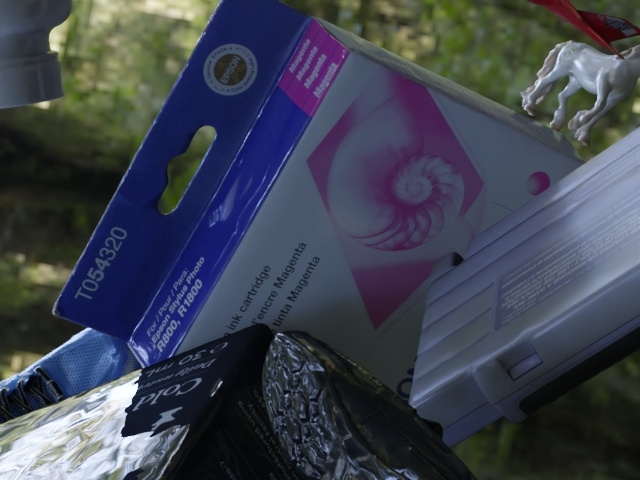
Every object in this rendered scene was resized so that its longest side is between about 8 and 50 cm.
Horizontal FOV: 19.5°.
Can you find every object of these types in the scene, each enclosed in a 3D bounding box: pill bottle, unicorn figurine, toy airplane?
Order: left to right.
[{"bbox_3d":[-0.261,-0.225,1.420,0.136,0.136,0.245,-51,-45,-76],"label":"pill bottle"},{"bbox_3d":[0.187,-0.186,1.448,0.028,0.151,0.151,-56,0,16],"label":"toy airplane"},{"bbox_3d":[0.248,-0.137,1.633,0.111,0.162,0.060,-54,-37,-3],"label":"unicorn figurine"}]

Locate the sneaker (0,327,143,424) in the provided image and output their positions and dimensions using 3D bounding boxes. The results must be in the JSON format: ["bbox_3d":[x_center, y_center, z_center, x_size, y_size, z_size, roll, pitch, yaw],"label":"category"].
[{"bbox_3d":[-0.315,0.202,1.880,0.330,0.130,0.147,-41,-26,7],"label":"sneaker"}]

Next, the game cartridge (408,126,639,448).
[{"bbox_3d":[0.221,-0.004,1.308,0.355,0.068,0.230,-35,21,23],"label":"game cartridge"}]

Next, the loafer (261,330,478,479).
[{"bbox_3d":[0.038,0.133,1.155,0.223,0.078,0.076,47,128,42],"label":"loafer"}]

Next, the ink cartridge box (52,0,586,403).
[{"bbox_3d":[0.000,0.000,1.523,0.324,0.330,0.071,-60,26,16],"label":"ink cartridge box"}]

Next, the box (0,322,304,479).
[{"bbox_3d":[-0.235,0.352,1.389,0.297,0.480,0.472,60,-154,-16],"label":"box"}]
